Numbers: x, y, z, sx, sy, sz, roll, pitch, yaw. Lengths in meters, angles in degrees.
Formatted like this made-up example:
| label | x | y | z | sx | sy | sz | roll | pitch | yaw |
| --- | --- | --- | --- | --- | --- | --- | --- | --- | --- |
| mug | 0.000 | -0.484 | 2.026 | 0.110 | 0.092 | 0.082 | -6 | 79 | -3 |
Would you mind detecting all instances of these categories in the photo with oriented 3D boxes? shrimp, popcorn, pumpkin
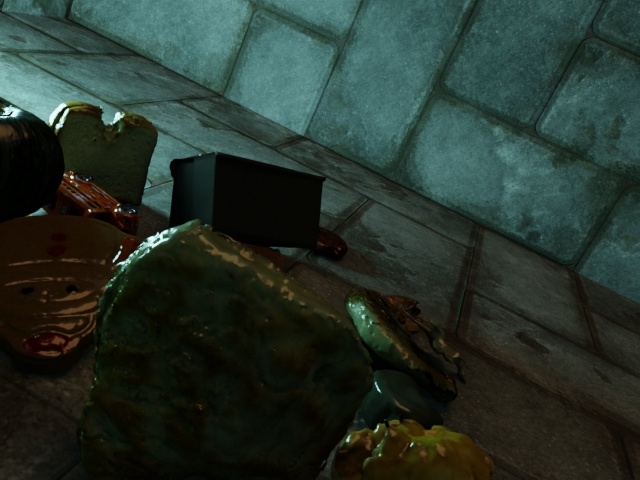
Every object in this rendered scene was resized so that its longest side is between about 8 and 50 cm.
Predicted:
| label | x | y | z | sx | sy | sz | roll | pitch | yaw |
| --- | --- | --- | --- | --- | --- | --- | --- | --- | --- |
| shrimp | 0.231 | 0.209 | 1.828 | 0.188 | 0.051 | 0.132 | -5 | 54 | -44 |
| popcorn | 0.147 | 0.387 | 1.077 | 0.254 | 0.191 | 0.190 | 18 | 5 | 7 |
| pumpkin | -0.670 | -0.152 | 1.358 | 0.197 | 0.263 | 0.293 | 30 | 15 | 18 |

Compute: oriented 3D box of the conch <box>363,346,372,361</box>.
| label | x | y | z | sx | sy | sz | roll | pitch | yaw |
| --- | --- | --- | --- | --- | --- | --- | --- | --- | --- |
| conch | 0.043 | 0.243 | 1.443 | 0.153 | 0.102 | 0.135 | 31 | 7 | 19 |

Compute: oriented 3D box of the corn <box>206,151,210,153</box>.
| label | x | y | z | sx | sy | sz | roll | pitch | yaw |
| --- | --- | --- | --- | --- | --- | --- | --- | --- | --- |
| corn | -0.276 | -0.160 | 2.061 | 0.335 | 0.126 | 0.127 | 41 | 26 | 30 |

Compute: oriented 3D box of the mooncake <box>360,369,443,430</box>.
| label | x | y | z | sx | sy | sz | roll | pitch | yaw |
| --- | --- | --- | --- | --- | --- | --- | --- | --- | --- |
| mooncake | 0.164 | 0.343 | 1.320 | 0.169 | 0.104 | 0.175 | 24 | 18 | 7 |

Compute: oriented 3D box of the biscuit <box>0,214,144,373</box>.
| label | x | y | z | sx | sy | sz | roll | pitch | yaw |
| --- | --- | --- | --- | --- | --- | --- | --- | --- | --- |
| biscuit | -0.475 | 0.079 | 1.184 | 0.359 | 0.074 | 0.381 | 0 | 36 | -18 |

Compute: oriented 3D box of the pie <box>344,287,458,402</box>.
| label | x | y | z | sx | sy | sz | roll | pitch | yaw |
| --- | --- | --- | --- | --- | --- | --- | --- | --- | --- |
| pie | 0.178 | 0.233 | 1.547 | 0.296 | 0.078 | 0.371 | 33 | 13 | -45 |

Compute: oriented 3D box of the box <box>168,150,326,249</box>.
| label | x | y | z | sx | sy | sz | roll | pitch | yaw |
| --- | --- | --- | --- | --- | --- | --- | --- | --- | --- |
| box | -0.197 | -0.095 | 1.710 | 0.345 | 0.204 | 0.251 | 8 | -3 | -38 |

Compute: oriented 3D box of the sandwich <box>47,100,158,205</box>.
| label | x | y | z | sx | sy | sz | roll | pitch | yaw |
| --- | --- | --- | --- | --- | --- | --- | --- | --- | --- |
| sandwich | -0.573 | -0.225 | 1.676 | 0.273 | 0.248 | 0.095 | 7 | 25 | -40 |

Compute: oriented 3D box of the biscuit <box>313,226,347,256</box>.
| label | x | y | z | sx | sy | sz | roll | pitch | yaw |
| --- | --- | --- | --- | --- | --- | --- | --- | --- | --- |
| biscuit | 0.000 | 0.000 | 2.069 | 0.192 | 0.049 | 0.192 | 23 | 13 | -6 |

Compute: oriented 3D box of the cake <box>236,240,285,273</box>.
| label | x | y | z | sx | sy | sz | roll | pitch | yaw |
| --- | --- | --- | --- | --- | --- | --- | --- | --- | --- |
| cake | -0.207 | 0.068 | 1.557 | 0.295 | 0.115 | 0.113 | 9 | 25 | -38 |

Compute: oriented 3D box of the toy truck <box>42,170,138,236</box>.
| label | x | y | z | sx | sy | sz | roll | pitch | yaw |
| --- | --- | --- | --- | --- | --- | --- | --- | --- | --- |
| toy truck | -0.542 | -0.063 | 1.517 | 0.253 | 0.107 | 0.114 | 33 | 23 | 26 |

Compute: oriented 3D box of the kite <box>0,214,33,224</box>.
| label | x | y | z | sx | sy | sz | roll | pitch | yaw |
| --- | --- | --- | --- | --- | --- | --- | --- | --- | --- |
| kite | -0.633 | 0.022 | 1.338 | 0.328 | 0.013 | 0.377 | 19 | 20 | -17 |

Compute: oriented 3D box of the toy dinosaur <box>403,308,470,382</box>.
| label | x | y | z | sx | sy | sz | roll | pitch | yaw |
| --- | --- | --- | --- | --- | --- | --- | --- | --- | --- |
| toy dinosaur | 0.305 | 0.259 | 1.662 | 0.212 | 0.057 | 0.142 | 52 | -4 | 37 |

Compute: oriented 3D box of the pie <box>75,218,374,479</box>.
| label | x | y | z | sx | sy | sz | roll | pitch | yaw |
| --- | --- | --- | --- | --- | --- | --- | --- | --- | --- |
| pie | -0.129 | 0.196 | 0.886 | 0.396 | 0.417 | 0.180 | 21 | 21 | -7 |
